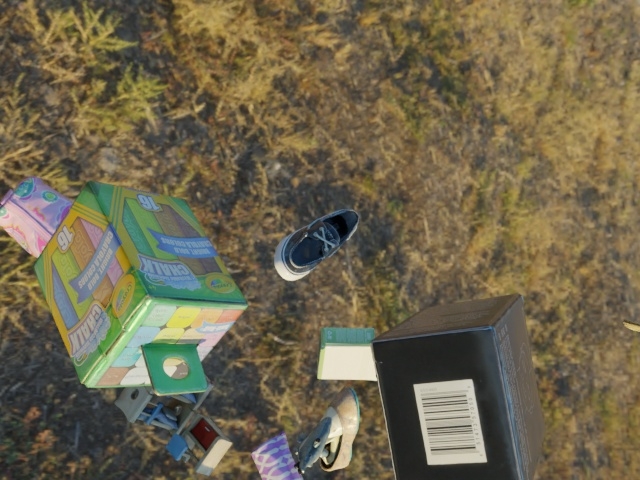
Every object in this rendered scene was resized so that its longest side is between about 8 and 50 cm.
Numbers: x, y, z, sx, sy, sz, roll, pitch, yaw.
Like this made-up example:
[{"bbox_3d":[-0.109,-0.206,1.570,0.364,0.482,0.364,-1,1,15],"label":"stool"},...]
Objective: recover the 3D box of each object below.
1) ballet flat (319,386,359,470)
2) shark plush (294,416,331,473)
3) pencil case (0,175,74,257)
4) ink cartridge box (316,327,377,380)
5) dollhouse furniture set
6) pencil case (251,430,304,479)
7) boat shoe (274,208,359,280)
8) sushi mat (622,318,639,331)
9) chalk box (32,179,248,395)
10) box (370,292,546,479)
[{"bbox_3d":[0.045,0.557,2.120,0.106,0.107,0.316,-14,127,-25],"label":"ballet flat"},{"bbox_3d":[-0.022,0.408,1.466,0.073,0.067,0.161,42,24,14],"label":"shark plush"},{"bbox_3d":[-0.449,0.011,1.329,0.284,0.124,0.124,41,38,5],"label":"pencil case"},{"bbox_3d":[0.112,0.263,1.674,0.171,0.235,0.056,95,-5,-54],"label":"ink cartridge box"},{"bbox_3d":[-0.256,0.313,1.354,0.129,0.184,0.129,-55,137,-3],"label":"dollhouse furniture set"},{"bbox_3d":[-0.062,0.494,1.485,0.088,0.086,0.206,-16,70,-40],"label":"pencil case"},{"bbox_3d":[0.000,0.000,1.853,0.301,0.102,0.108,-34,94,-48],"label":"boat shoe"},{"bbox_3d":[0.739,0.216,1.500,0.019,0.151,0.316,-64,178,1],"label":"sushi mat"},{"bbox_3d":[-0.177,0.062,0.752,0.132,0.132,0.213,11,36,-52],"label":"chalk box"},{"bbox_3d":[0.269,0.276,1.348,0.395,0.212,0.293,-9,88,-68],"label":"box"}]
